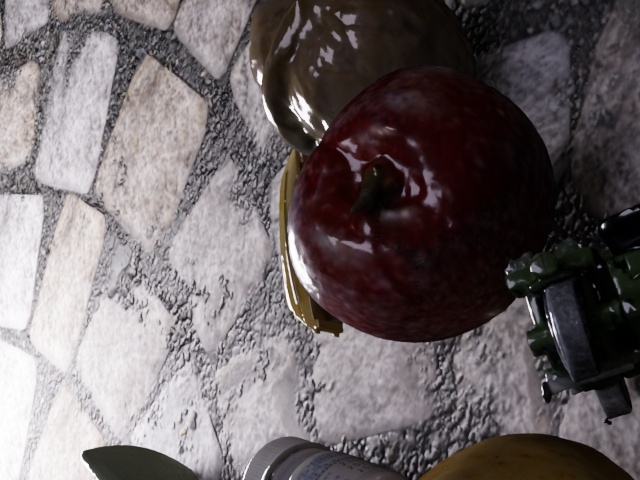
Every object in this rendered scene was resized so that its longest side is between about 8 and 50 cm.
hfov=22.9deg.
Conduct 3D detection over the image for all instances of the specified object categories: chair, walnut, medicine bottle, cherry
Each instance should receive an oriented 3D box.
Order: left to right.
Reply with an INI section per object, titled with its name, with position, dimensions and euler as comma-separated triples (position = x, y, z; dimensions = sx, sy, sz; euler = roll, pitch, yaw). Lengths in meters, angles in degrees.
[chair]
position = -0.141, 0.352, 1.633
dimensions = 0.319, 0.160, 0.186
euler = 22, 98, 51
[medicine bottle]
position = 0.010, 0.251, 1.497
dimensions = 0.168, 0.105, 0.105
euler = 10, 90, 54
[walnut]
position = 0.034, -0.168, 1.468
dimensions = 0.224, 0.224, 0.224
euler = -16, 69, 51
[cherry]
position = 0.091, -0.024, 1.334
dimensions = 0.203, 0.300, 0.230
euler = 19, 87, 22

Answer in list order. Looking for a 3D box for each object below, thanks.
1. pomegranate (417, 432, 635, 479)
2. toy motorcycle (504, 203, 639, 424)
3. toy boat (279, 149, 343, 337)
[pomegranate]
position = 0.142, 0.292, 1.166
dimensions = 0.307, 0.307, 0.307
euler = -16, 69, 51
[toy motorcycle]
position = 0.244, 0.042, 1.169
dimensions = 0.205, 0.275, 0.127
euler = -20, 72, 11
[toy boat]
position = 0.000, 0.000, 1.611
dimensions = 0.077, 0.057, 0.200
euler = -18, 67, 43
